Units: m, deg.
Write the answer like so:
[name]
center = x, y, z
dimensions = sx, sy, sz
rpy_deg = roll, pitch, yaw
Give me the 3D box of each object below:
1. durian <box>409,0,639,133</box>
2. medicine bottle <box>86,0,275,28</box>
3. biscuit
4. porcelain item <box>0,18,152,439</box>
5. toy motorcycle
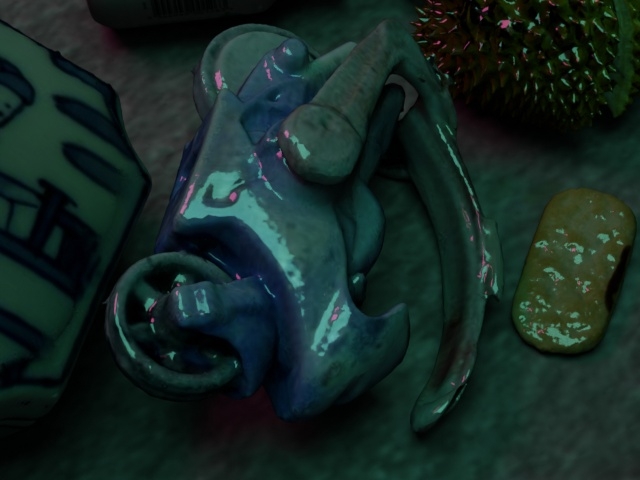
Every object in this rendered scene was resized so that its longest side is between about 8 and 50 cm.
[durian]
center = 0.142, -0.196, 1.069
dimensions = 0.237, 0.138, 0.193
rpy_deg = 21, 81, 30
[medicine bottle]
center = -0.085, -0.249, 1.137
dimensions = 0.215, 0.135, 0.135
rpy_deg = -7, 55, -2
[biscuit]
center = 0.183, 0.020, 1.009
dimensions = 0.071, 0.018, 0.147
rpy_deg = 14, 58, 15
[porcelain item]
center = -0.271, -0.018, 0.905
dimensions = 0.281, 0.157, 0.286
rpy_deg = 33, 55, -18
[toy motorcycle]
center = 0.006, -0.013, 0.939
dimensions = 0.241, 0.182, 0.319
rpy_deg = 9, 55, 9
